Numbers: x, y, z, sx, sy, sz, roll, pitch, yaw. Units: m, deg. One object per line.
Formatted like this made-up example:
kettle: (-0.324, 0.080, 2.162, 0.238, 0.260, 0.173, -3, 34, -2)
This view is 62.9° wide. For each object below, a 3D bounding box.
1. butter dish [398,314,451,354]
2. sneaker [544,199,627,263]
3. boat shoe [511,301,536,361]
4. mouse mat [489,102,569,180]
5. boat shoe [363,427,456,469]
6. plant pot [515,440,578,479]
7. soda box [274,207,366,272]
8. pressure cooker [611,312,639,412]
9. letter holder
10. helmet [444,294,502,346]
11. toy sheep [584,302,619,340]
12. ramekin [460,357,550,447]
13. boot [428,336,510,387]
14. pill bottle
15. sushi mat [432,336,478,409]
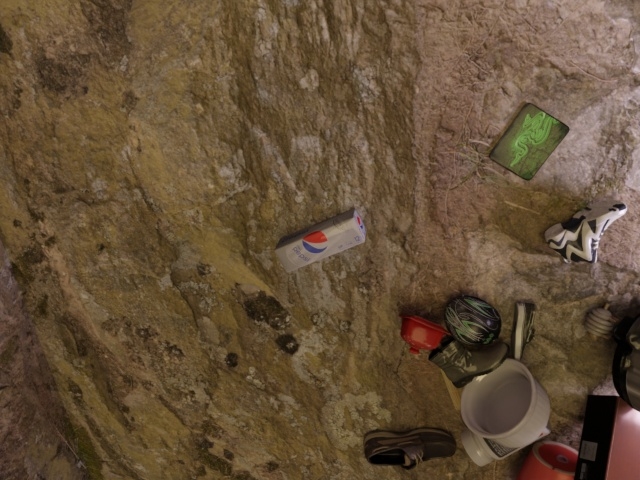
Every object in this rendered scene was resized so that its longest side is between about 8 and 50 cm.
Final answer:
butter dish: (0.328, 0.320, 1.736, 0.159, 0.160, 0.118, 23, 84, -2)
sneaker: (0.816, -0.011, 1.567, 0.235, 0.094, 0.153, -33, 107, 20)
boat shoe: (0.679, 0.309, 1.739, 0.070, 0.078, 0.220, 1, 113, 9)
mouse mat: (0.604, -0.283, 1.520, 0.152, 0.007, 0.190, 29, 114, -5)
boat shoe: (0.338, 0.807, 1.984, 0.355, 0.130, 0.132, -8, 113, 11)
plant pot: (0.842, 0.886, 1.891, 0.274, 0.275, 0.243, 9, 104, 4)
soda box: (0.000, 0.000, 1.683, 0.286, 0.098, 0.091, -22, 109, 17)
pressure cooker: (1.086, 0.382, 1.541, 0.375, 0.420, 0.370, -12, 104, -19)
letter holder: (1.008, 0.697, 1.743, 0.214, 0.152, 0.302, 21, 72, -4)
helmet: (0.488, 0.262, 1.706, 0.161, 0.169, 0.169, 17, 117, -22)
toy sheep: (0.901, 0.263, 1.684, 0.091, 0.091, 0.132, 19, 102, -1)
ramekin: (0.618, 0.545, 1.740, 0.135, 0.277, 0.277, 38, 115, -26)
boot: (0.501, 0.386, 1.779, 0.246, 0.083, 0.161, -39, 99, 20)
pill bottle: (0.653, 0.674, 1.863, 0.161, 0.161, 0.283, 44, 113, -12)
sushi mat: (0.511, 0.473, 1.869, 0.151, 0.019, 0.317, -18, 111, 14)
